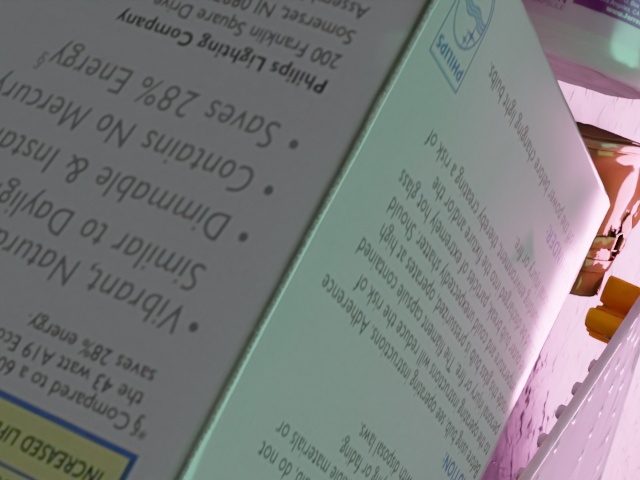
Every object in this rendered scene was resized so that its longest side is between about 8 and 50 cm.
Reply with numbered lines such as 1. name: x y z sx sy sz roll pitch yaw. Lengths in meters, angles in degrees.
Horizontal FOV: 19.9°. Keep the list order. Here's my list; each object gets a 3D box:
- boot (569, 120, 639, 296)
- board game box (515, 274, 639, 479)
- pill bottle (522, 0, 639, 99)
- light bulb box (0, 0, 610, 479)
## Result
1. boot: 0.251 -0.023 1.681 0.197 0.073 0.152 15 98 -61
2. board game box: 0.184 0.277 1.699 0.390 0.050 0.390 -47 154 -44
3. pill bottle: 0.220 -0.269 1.342 0.169 0.169 0.301 18 91 -64
4. light bulb box: -0.141 0.045 0.661 0.361 0.358 0.225 -62 151 -14
